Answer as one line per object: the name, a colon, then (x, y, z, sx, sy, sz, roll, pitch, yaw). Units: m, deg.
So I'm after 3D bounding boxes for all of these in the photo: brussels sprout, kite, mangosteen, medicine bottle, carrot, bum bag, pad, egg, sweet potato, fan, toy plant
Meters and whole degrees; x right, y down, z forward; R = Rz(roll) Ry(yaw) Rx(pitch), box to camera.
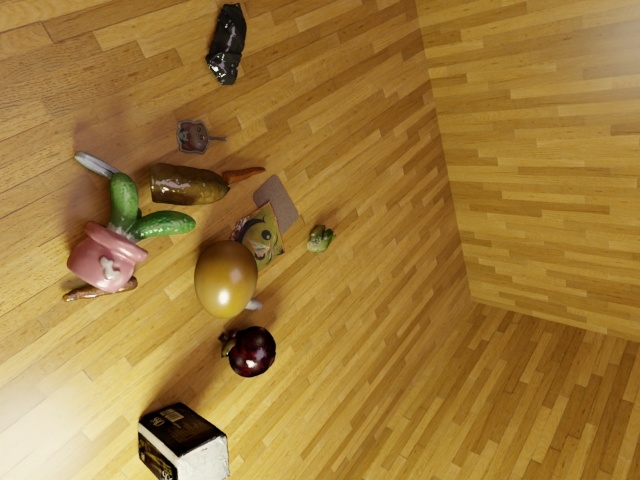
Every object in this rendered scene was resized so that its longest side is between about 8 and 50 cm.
brussels sprout: (0.002, 0.001, 2.138, 0.181, 0.100, 0.139, -45, 145, -51)
kite: (-0.275, 0.010, 1.912, 0.327, 0.013, 0.378, 26, 79, -45)
mangosteen: (-0.325, 0.478, 1.834, 0.265, 0.228, 0.229, 23, 78, -4)
medicine bottle: (-0.313, 0.291, 1.900, 0.089, 0.052, 0.052, 27, 78, -44)
carrot: (-0.319, -0.290, 1.787, 0.224, 0.057, 0.057, -26, 116, -43)
bum bag: (-0.361, -0.775, 1.626, 0.142, 0.079, 0.327, 14, 87, -49)
pad: (-0.205, -0.160, 1.957, 0.176, 0.002, 0.266, -49, 128, -27)
carrot: (-0.754, 0.167, 1.430, 0.247, 0.059, 0.059, -12, 107, -40)
egg: (-0.379, 0.157, 1.668, 0.250, 0.250, 0.323, -6, 113, -44)
sweet potato: (-0.477, -0.205, 1.571, 0.369, 0.157, 0.158, -4, 100, -44)
fan: (-0.463, -0.406, 1.644, 0.219, 0.009, 0.132, -7, 103, -44)
toy plant: (-0.642, -0.003, 1.392, 0.317, 0.210, 0.356, 39, 70, -32)

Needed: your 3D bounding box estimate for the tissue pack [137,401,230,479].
tissue pack: (-0.525, 0.769, 1.562, 0.209, 0.369, 0.199, -13, 102, -42)

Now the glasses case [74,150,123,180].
glasses case: (-0.720, -0.236, 1.375, 0.178, 0.067, 0.045, 36, 72, -43)
